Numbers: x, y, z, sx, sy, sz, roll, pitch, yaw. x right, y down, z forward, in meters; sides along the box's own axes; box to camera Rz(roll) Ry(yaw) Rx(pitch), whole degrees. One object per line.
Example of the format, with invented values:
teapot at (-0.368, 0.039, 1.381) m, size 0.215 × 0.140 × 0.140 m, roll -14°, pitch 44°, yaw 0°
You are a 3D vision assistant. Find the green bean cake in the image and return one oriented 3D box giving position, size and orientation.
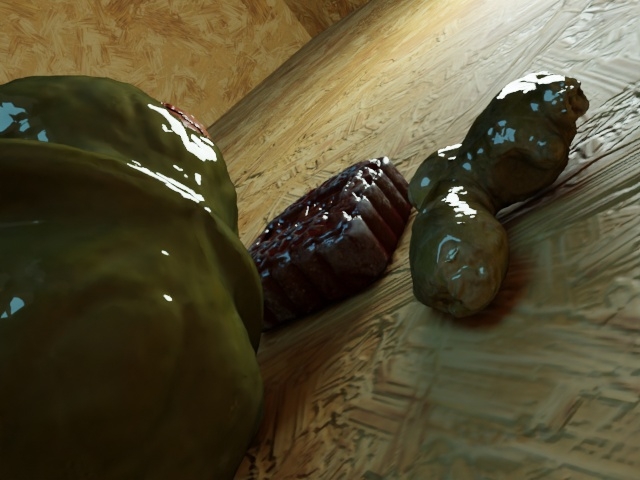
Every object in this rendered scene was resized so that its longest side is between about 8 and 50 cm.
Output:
green bean cake at (0.000, 0.000, 0.600) m, size 0.135 × 0.056 × 0.136 m, roll -31°, pitch 17°, yaw 34°

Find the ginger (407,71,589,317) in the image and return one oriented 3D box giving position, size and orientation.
ginger at (0.104, -0.038, 0.457) m, size 0.133 × 0.059 × 0.214 m, roll -37°, pitch 13°, yaw 26°

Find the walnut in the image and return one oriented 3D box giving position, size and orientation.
walnut at (-0.166, 0.056, 0.446) m, size 0.277 × 0.253 × 0.282 m, roll -36°, pitch 16°, yaw 21°

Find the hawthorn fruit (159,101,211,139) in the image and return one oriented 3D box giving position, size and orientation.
hawthorn fruit at (-0.262, -0.046, 0.971) m, size 0.276 × 0.276 × 0.307 m, roll -35°, pitch 20°, yaw 14°
